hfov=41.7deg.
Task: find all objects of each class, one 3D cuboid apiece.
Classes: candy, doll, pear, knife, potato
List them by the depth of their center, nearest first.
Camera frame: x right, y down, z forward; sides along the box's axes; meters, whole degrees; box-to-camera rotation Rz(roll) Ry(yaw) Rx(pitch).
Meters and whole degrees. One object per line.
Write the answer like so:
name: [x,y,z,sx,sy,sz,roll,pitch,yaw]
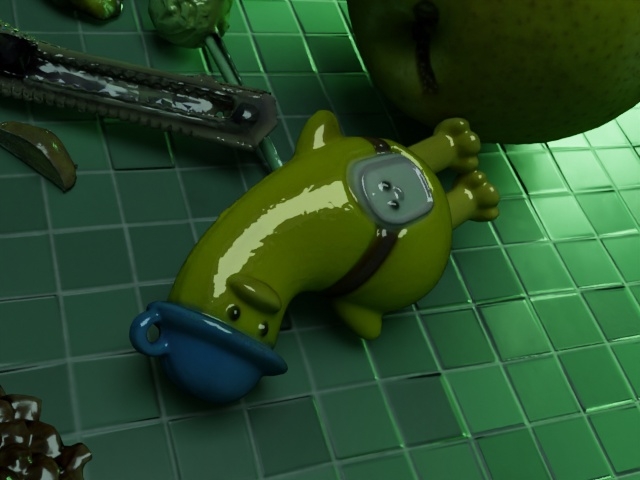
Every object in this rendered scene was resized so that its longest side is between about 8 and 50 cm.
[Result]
doll: [0.000,0.000,0.702,0.363,0.145,0.199,-28,101,-31]
potato: [-0.251,-0.088,0.750,0.093,0.036,0.037,34,54,8]
knife: [-0.216,-0.156,0.777,0.365,0.043,0.089,15,80,-2]
candy: [-0.081,-0.149,0.840,0.093,0.092,0.335,-32,72,10]
pear: [0.210,-0.283,0.859,0.418,0.362,0.362,-33,70,-32]

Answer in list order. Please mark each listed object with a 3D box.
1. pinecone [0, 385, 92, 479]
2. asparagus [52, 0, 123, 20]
pinecone: [-0.208,0.184,0.471,0.150,0.195,0.179,23,15,-48]
asparagus: [-0.344,-0.356,0.894,0.343,0.085,0.082,40,75,9]
